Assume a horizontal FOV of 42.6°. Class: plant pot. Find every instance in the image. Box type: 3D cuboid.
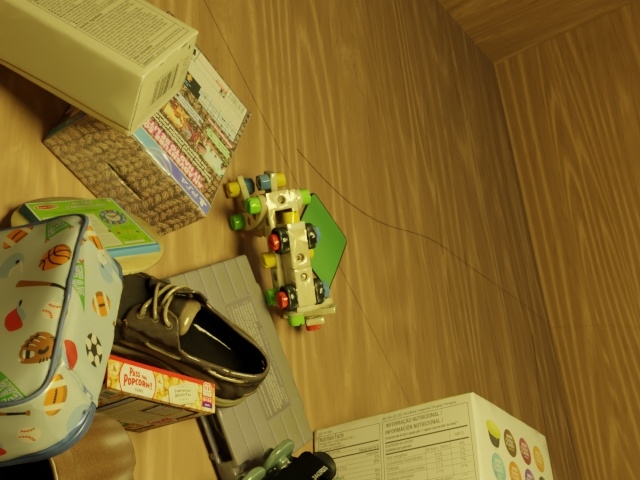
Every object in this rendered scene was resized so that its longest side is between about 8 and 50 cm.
[{"bbox_3d":[-0.315,0.274,0.963,0.165,0.167,0.167,7,66,-65],"label":"plant pot"}]

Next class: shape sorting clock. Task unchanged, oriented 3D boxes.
[{"bbox_3d":[-0.320,-0.007,1.134,0.206,0.040,0.206,19,26,-10],"label":"shape sorting clock"}]

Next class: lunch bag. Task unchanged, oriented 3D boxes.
[{"bbox_3d":[-0.354,0.104,0.904,0.303,0.243,0.115,-93,165,-48],"label":"lunch bag"}]

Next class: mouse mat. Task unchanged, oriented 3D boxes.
[{"bbox_3d":[0.000,0.000,1.797,0.152,0.007,0.189,55,34,-24],"label":"mouse mat"}]

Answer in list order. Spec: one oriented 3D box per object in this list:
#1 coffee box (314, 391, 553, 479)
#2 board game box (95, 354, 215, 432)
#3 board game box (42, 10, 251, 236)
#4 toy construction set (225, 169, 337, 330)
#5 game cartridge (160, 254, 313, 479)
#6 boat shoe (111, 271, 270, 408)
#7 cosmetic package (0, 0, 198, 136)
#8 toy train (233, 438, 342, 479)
[{"bbox_3d":[0.220,0.508,1.504,0.338,0.338,0.334,35,43,-45],"label":"coffee box"},{"bbox_3d":[-0.259,0.210,1.095,0.193,0.147,0.045,30,48,-49],"label":"board game box"},{"bbox_3d":[-0.267,-0.186,1.336,0.232,0.141,0.291,51,34,-29],"label":"board game box"},{"bbox_3d":[-0.067,0.032,1.512,0.151,0.215,0.327,-27,103,-23],"label":"toy construction set"},{"bbox_3d":[-0.141,0.211,1.382,0.230,0.068,0.355,-17,86,-64],"label":"game cartridge"},{"bbox_3d":[-0.218,0.109,1.182,0.355,0.130,0.132,34,46,-21],"label":"boat shoe"},{"bbox_3d":[-0.347,-0.293,1.136,0.309,0.113,0.160,30,42,3],"label":"cosmetic package"},{"bbox_3d":[-0.091,0.432,1.202,0.142,0.190,0.334,32,28,20],"label":"toy train"}]
